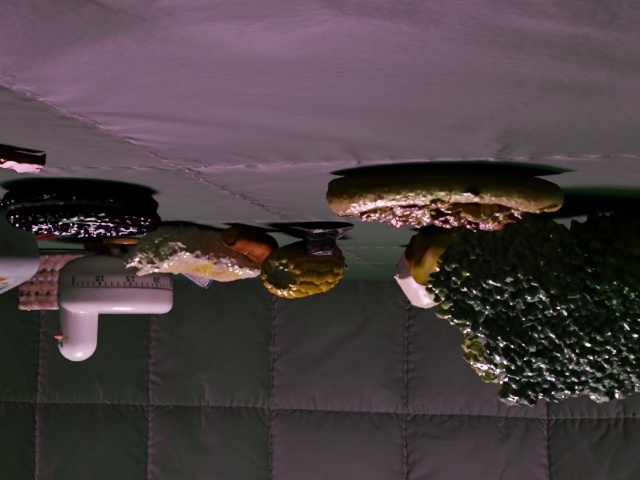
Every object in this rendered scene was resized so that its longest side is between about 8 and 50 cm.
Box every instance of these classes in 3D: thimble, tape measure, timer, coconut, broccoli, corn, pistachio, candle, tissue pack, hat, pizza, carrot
[{"bbox_3d":[-0.593,0.098,2.110,0.229,0.148,0.196,0,175,-17],"label":"thimble"},{"bbox_3d":[-0.538,0.024,1.238,0.243,0.125,0.246,-19,172,15],"label":"tape measure"},{"bbox_3d":[-0.415,0.121,1.807,0.233,0.240,0.233,0,174,0],"label":"timer"},{"bbox_3d":[0.211,0.066,1.839,0.116,0.122,0.116,-31,-168,7],"label":"coconut"},{"bbox_3d":[0.330,0.080,1.211,0.338,0.277,0.317,8,-163,18],"label":"broccoli"},{"bbox_3d":[-0.031,0.052,1.591,0.106,0.106,0.305,-1,-176,16],"label":"corn"},{"bbox_3d":[0.207,0.028,1.478,0.110,0.100,0.189,6,172,-16],"label":"pistachio"},{"bbox_3d":[-0.325,-0.079,0.801,0.026,0.021,0.167,-5,173,40],"label":"candle"},{"bbox_3d":[-0.275,0.056,2.038,0.085,0.079,0.111,33,174,0],"label":"tissue pack"},{"bbox_3d":[0.000,0.000,1.472,0.121,0.050,0.121,0,172,0],"label":"hat"},{"bbox_3d":[0.131,-0.042,0.946,0.246,0.058,0.127,3,175,-5],"label":"pizza"},{"bbox_3d":[-0.121,0.004,1.535,0.055,0.055,0.161,-1,169,21],"label":"carrot"}]

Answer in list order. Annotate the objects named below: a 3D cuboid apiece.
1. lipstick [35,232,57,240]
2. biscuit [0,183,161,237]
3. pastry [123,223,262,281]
[{"bbox_3d":[-0.505,-0.008,1.588,0.027,0.027,0.176,6,172,-44],"label":"lipstick"},{"bbox_3d":[-0.295,-0.035,1.111,0.194,0.053,0.194,0,174,0],"label":"biscuit"},{"bbox_3d":[-0.206,0.024,1.553,0.121,0.089,0.258,-5,173,33],"label":"pastry"}]
